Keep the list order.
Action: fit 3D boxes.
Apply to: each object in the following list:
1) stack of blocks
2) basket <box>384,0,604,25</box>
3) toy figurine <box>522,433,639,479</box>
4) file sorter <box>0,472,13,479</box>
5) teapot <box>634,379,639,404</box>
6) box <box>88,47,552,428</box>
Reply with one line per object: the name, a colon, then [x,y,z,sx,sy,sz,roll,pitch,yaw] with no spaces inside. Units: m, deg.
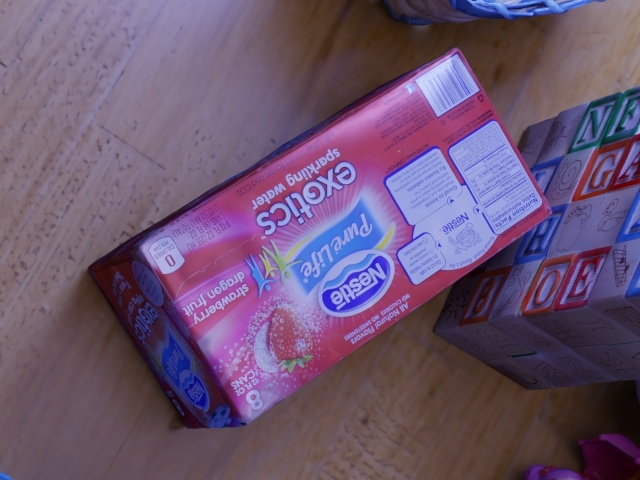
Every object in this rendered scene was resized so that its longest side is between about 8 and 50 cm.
stack of blocks: [0.201,-0.006,1.103,0.087,0.297,0.171,31,73,-15]
basket: [0.150,-0.248,1.118,0.254,0.289,0.201,-19,96,-26]
toy figurine: [0.174,0.201,1.162,0.173,0.130,0.159,7,48,4]
file sorter: [-0.127,0.219,1.001,0.170,0.118,0.104,39,71,-43]
teapot: [0.293,0.081,1.170,0.187,0.256,0.253,13,90,-9]
box: [0.000,0.000,1.113,0.257,0.122,0.128,-33,96,-23]
